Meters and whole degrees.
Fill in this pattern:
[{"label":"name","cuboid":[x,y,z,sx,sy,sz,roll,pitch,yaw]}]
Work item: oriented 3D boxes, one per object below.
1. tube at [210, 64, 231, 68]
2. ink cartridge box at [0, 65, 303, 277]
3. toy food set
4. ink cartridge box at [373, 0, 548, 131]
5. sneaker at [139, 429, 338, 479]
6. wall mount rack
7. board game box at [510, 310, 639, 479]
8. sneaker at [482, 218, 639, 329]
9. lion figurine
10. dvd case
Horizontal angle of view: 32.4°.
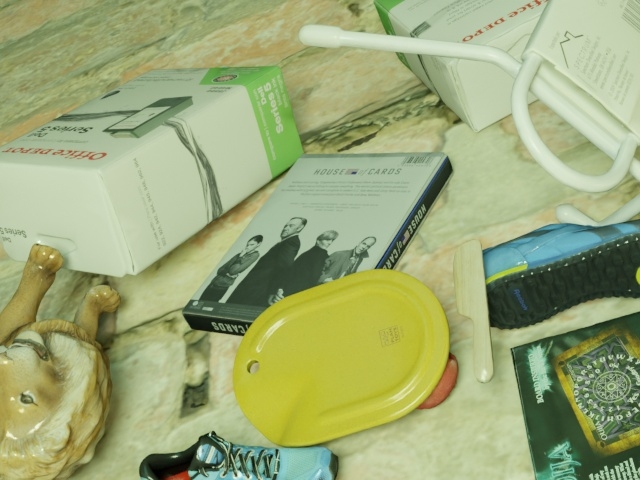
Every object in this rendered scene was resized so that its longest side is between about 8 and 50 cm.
[{"label":"tube","cuboid":[-0.208,-0.167,1.379,0.240,0.062,0.070,-8,-2,33]},{"label":"ink cartridge box","cuboid":[-0.182,-0.082,1.142,0.198,0.114,0.273,6,31,38]},{"label":"toy food set","cuboid":[0.042,0.095,0.867,0.218,0.071,0.128,-18,59,15]},{"label":"ink cartridge box","cuboid":[0.174,-0.224,1.165,0.160,0.092,0.219,-28,34,-1]},{"label":"sneaker","cuboid":[-0.065,0.176,0.813,0.162,0.073,0.063,-13,36,19]},{"label":"wall mount rack","cuboid":[0.170,-0.173,0.930,0.130,0.304,0.350,-43,13,49]},{"label":"board game box","cuboid":[0.202,0.126,0.745,0.126,0.026,0.186,-17,35,14]},{"label":"sneaker","cuboid":[0.217,0.007,0.856,0.209,0.069,0.082,-14,32,18]},{"label":"lion figurine","cuboid":[-0.328,0.138,1.013,0.392,0.142,0.240,-21,40,34]},{"label":"dvd case","cuboid":[0.000,0.000,1.043,0.179,0.029,0.238,3,44,37]}]
